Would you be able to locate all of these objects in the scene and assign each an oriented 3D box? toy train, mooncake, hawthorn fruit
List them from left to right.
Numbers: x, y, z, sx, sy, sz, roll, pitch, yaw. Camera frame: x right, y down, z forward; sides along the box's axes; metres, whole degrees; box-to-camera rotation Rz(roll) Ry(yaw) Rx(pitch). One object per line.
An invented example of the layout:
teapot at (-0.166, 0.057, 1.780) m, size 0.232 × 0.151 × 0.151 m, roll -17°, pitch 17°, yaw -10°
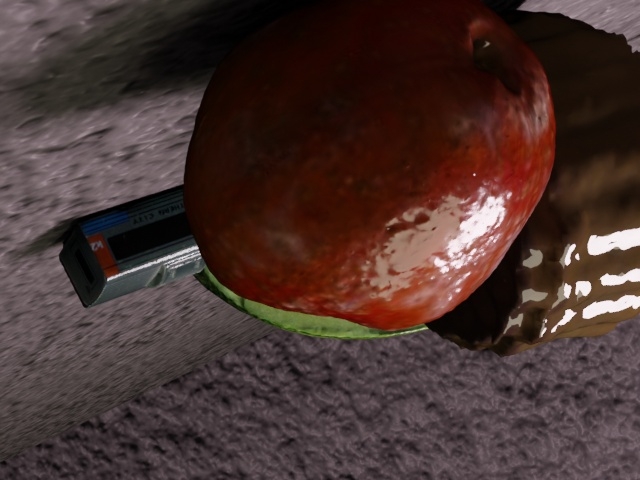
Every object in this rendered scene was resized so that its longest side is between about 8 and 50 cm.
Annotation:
toy train at (-0.079, -0.031, 1.621) m, size 0.409 × 0.089 × 0.086 m, roll -20°, pitch 166°, yaw -33°
hawthorn fruit at (0.037, -0.068, 1.141) m, size 0.284 × 0.284 × 0.284 m, roll -25°, pitch 173°, yaw -3°
mooncake at (0.175, -0.052, 1.424) m, size 0.187 × 0.324 × 0.324 m, roll -14°, pitch 169°, yaw -26°

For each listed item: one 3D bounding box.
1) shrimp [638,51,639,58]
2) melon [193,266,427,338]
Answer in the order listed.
shrimp at (0.458, -0.264, 1.883) m, size 0.162 × 0.045 × 0.095 m, roll -33°, pitch 171°, yaw 10°
melon at (0.000, 0.000, 1.815) m, size 0.344 × 0.331 × 0.226 m, roll -16°, pitch 134°, yaw -13°
